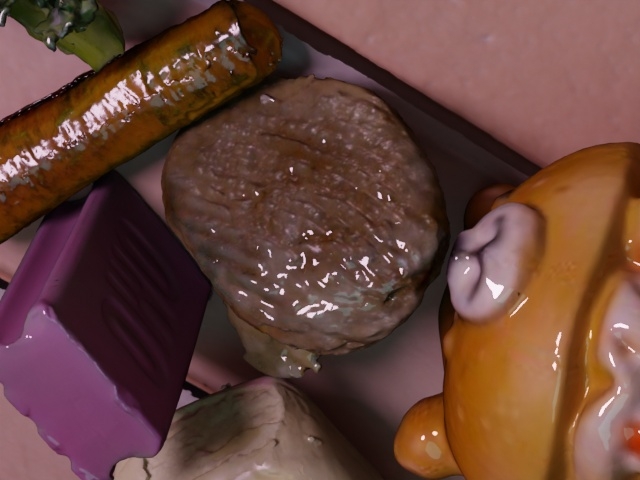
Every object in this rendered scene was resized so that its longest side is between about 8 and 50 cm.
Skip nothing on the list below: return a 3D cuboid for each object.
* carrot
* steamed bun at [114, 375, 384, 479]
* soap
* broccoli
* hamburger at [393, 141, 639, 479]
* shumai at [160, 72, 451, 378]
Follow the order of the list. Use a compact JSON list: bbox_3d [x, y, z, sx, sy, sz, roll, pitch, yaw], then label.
[{"bbox_3d":[-0.141,-0.072,1.178,0.260,0.070,0.070,-28,113,19],"label":"carrot"},{"bbox_3d":[-0.032,0.192,1.281,0.170,0.152,0.238,-28,129,12],"label":"steamed bun"},{"bbox_3d":[-0.137,0.051,1.172,0.065,0.203,0.122,-32,110,19],"label":"soap"},{"bbox_3d":[-0.178,-0.164,1.096,0.167,0.154,0.160,-29,134,19],"label":"broccoli"},{"bbox_3d":[0.178,0.064,1.129,0.237,0.276,0.276,16,121,13],"label":"hamburger"},{"bbox_3d":[0.000,0.000,1.171,0.209,0.161,0.153,27,159,32],"label":"shumai"}]
